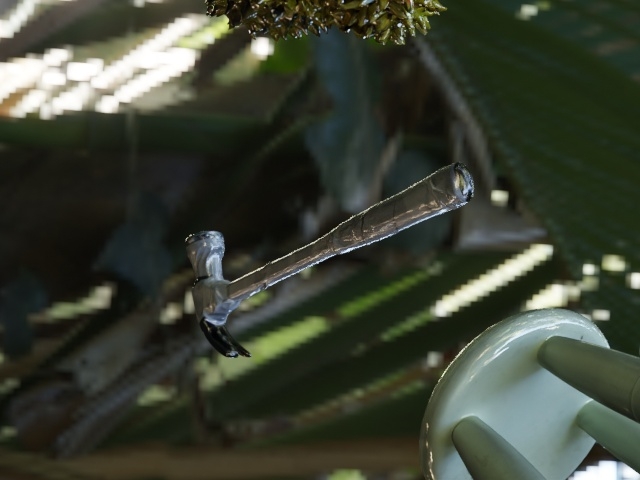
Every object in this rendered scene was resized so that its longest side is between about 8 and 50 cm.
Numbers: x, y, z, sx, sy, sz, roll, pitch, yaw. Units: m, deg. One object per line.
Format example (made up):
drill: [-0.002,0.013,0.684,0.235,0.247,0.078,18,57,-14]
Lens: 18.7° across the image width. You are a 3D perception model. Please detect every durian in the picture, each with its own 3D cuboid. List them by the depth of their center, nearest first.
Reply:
durian: [0.002,-0.288,1.780,0.258,0.293,0.258,-44,145,-42]

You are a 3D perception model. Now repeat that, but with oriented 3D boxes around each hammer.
hammer: [0.001,0.000,2.031,0.427,0.044,0.152,-29,-115,43]

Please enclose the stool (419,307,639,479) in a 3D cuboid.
stool: [0.206,0.179,1.557,0.199,0.195,0.195,40,-11,50]
